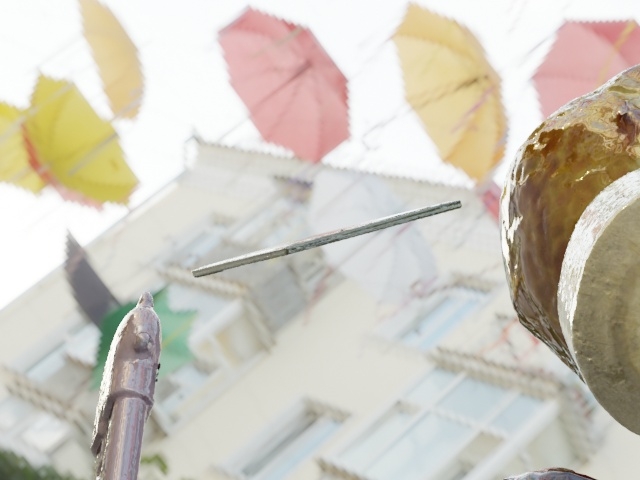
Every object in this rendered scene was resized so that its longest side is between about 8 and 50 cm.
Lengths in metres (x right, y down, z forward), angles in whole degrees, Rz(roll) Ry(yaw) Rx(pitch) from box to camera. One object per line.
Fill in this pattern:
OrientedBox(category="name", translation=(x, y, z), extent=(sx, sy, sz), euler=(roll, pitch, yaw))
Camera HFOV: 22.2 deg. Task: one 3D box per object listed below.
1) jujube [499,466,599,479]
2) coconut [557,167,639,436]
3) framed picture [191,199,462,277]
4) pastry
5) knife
OrientedBox(category="jujube", translation=(0.113, 0.298, 0.983), extent=(0.258, 0.376, 0.258), euler=(44, 17, -18))
OrientedBox(category="coconut", translation=(0.314, 0.049, 1.334), extent=(0.237, 0.237, 0.266), euler=(53, 5, -5))
OrientedBox(category="framed picture", translation=(0.000, 0.000, 1.441), extent=(0.231, 0.173, 0.010), euler=(-13, -88, 67))
OrientedBox(category="pastry", translation=(0.353, -0.001, 1.764), extent=(0.312, 0.388, 0.388), euler=(0, -38, 1))
OrientedBox(category="knife", translation=(-0.130, 0.198, 0.923), extent=(0.038, 0.399, 0.132), euler=(15, -46, -12))
